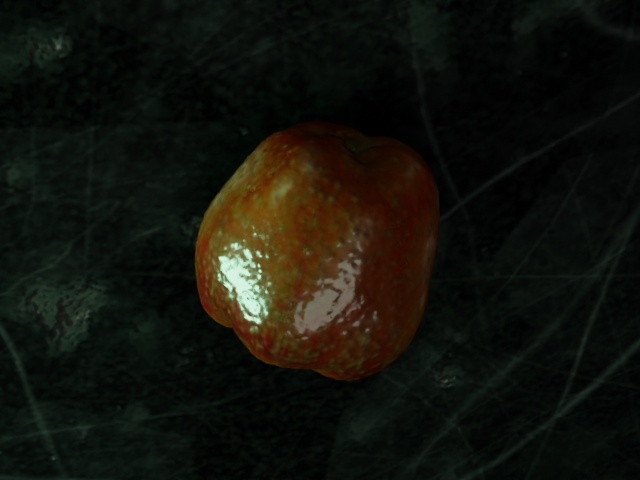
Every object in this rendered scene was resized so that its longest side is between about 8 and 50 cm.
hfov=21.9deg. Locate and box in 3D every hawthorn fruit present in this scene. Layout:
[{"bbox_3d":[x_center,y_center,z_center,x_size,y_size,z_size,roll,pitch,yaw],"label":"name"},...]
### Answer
[{"bbox_3d":[0.000,0.000,0.904,0.132,0.133,0.138,16,110,-30],"label":"hawthorn fruit"}]
